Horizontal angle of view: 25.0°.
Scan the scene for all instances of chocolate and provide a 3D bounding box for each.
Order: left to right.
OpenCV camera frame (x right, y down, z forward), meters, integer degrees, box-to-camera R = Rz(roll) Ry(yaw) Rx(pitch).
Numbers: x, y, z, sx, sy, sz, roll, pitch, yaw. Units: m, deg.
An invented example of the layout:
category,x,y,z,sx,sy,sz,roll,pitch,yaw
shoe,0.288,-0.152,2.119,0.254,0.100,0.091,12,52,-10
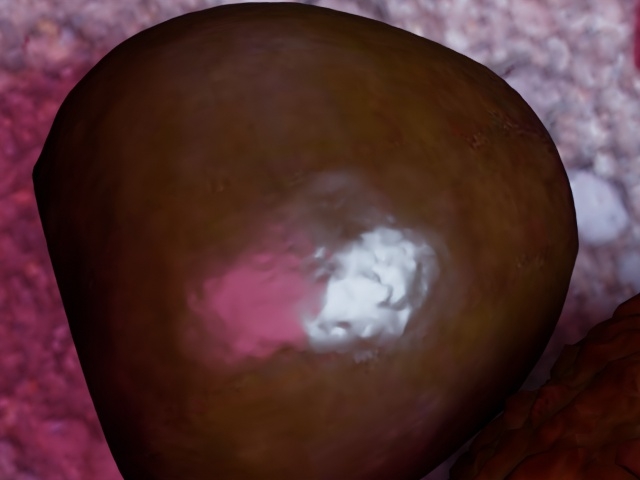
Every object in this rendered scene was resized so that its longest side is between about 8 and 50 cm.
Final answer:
category,x,y,z,sx,sy,sz,roll,pitch,yaw
chocolate,0.000,0.000,0.445,0.176,0.177,0.177,0,94,-3

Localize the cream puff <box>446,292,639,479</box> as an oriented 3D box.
category,x,y,z,sx,sy,sz,roll,pitch,yaw
cream puff,0.152,0.130,0.418,0.350,0.229,0.350,-11,134,-12
